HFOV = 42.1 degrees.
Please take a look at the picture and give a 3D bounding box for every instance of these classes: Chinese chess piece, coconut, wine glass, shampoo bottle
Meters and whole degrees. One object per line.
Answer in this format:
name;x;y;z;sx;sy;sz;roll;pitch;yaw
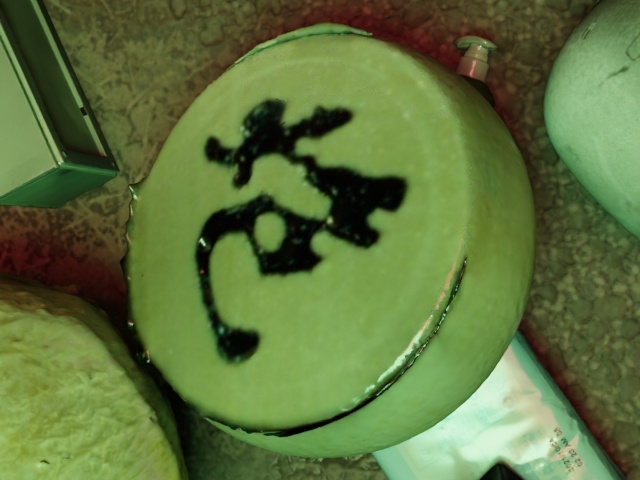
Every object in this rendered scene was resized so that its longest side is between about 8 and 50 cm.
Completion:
Chinese chess piece;0.000;0.000;0.689;0.349;0.146;0.350;-10;71;29
coconut;-0.284;0.201;0.708;0.404;0.404;0.405;0;91;10
wine glass;0.266;-0.160;0.662;0.238;0.238;0.323;-29;75;10
shampoo bottle;0.116;-0.090;0.773;0.065;0.065;0.205;19;94;10

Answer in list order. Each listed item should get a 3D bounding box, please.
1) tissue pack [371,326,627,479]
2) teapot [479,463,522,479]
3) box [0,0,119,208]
tissue pack;0.138;0.168;0.760;0.177;0.089;0.263;-35;87;12
teapot;0.162;0.263;0.667;0.177;0.096;0.087;42;102;1
box;-0.301;-0.150;0.812;0.086;0.129;0.225;-26;86;9
